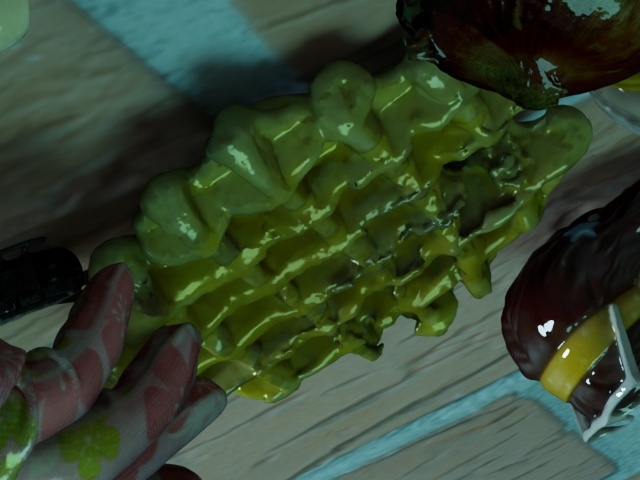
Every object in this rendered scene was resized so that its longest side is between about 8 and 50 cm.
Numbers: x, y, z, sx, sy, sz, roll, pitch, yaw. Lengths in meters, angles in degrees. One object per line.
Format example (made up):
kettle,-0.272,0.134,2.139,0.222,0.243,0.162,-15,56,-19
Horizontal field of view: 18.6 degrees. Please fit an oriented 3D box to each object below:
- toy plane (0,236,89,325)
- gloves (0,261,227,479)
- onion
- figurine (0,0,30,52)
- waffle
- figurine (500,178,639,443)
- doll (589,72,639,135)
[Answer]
toy plane,-0.150,0.029,0.866,0.120,0.031,0.049,-19,166,-15
gloves,-0.139,0.068,0.772,0.145,0.126,0.241,-28,127,35
onion,0.082,-0.099,0.683,0.118,0.118,0.117,-18,180,-11
figurine,-0.151,-0.122,0.337,0.274,0.226,0.394,9,130,-31
waffle,-0.001,-0.002,0.885,0.250,0.056,0.261,-12,153,-33
figurine,0.210,0.016,1.060,0.240,0.116,0.175,-20,161,-21
doll,0.152,-0.086,0.842,0.084,0.073,0.127,-56,152,-2
